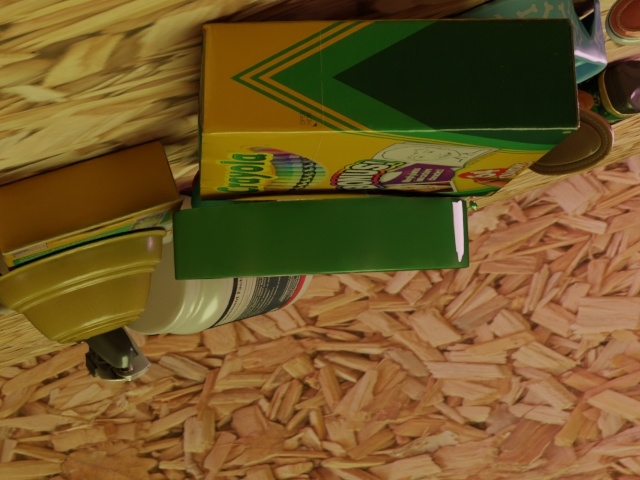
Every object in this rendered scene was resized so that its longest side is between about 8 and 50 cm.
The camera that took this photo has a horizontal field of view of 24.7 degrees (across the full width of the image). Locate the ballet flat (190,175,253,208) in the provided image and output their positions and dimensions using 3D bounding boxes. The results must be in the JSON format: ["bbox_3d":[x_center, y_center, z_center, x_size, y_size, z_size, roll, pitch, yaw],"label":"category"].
[{"bbox_3d":[-0.067,-0.104,1.701,0.247,0.083,0.087,-22,144,24],"label":"ballet flat"}]

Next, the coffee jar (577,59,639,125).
[{"bbox_3d":[0.419,-0.208,2.193,0.096,0.079,0.184,-11,172,-38],"label":"coffee jar"}]

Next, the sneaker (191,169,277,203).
[{"bbox_3d":[-0.047,-0.086,1.836,0.221,0.087,0.128,-18,173,5],"label":"sneaker"}]

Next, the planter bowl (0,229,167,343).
[{"bbox_3d":[-0.269,0.064,1.691,0.217,0.090,0.217,-18,174,-2],"label":"planter bowl"}]

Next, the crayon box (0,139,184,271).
[{"bbox_3d":[-0.269,-0.029,1.674,0.203,0.083,0.323,-17,175,-11],"label":"crayon box"}]

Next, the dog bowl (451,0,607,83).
[{"bbox_3d":[0.221,-0.204,1.592,0.166,0.074,0.297,-20,174,23],"label":"dog bowl"}]

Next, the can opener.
[{"bbox_3d":[-0.323,0.089,2.025,0.076,0.283,0.095,-15,135,-30],"label":"can opener"}]

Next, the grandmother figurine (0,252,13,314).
[{"bbox_3d":[-0.480,0.060,1.848,0.207,0.104,0.342,9,-171,23],"label":"grandmother figurine"}]

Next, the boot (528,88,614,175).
[{"bbox_3d":[0.331,-0.161,2.061,0.283,0.109,0.220,-6,-169,44],"label":"boot"}]

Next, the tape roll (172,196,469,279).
[{"bbox_3d":[0.000,0.000,1.591,0.321,0.077,0.321,-2,179,0],"label":"tape roll"}]

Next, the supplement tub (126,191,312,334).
[{"bbox_3d":[-0.153,0.024,2.023,0.191,0.191,0.272,-23,173,39],"label":"supplement tub"}]

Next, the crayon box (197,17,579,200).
[{"bbox_3d":[0.042,-0.111,1.372,0.313,0.106,0.363,-2,173,-5],"label":"crayon box"}]

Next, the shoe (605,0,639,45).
[{"bbox_3d":[0.396,-0.271,1.585,0.178,0.063,0.081,-23,174,-3],"label":"shoe"}]

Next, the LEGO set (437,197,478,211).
[{"bbox_3d":[0.150,-0.079,1.785,0.107,0.132,0.287,-38,140,11],"label":"LEGO set"}]

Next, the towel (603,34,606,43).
[{"bbox_3d":[0.259,-0.216,1.874,0.144,0.029,0.197,-16,172,-23],"label":"towel"}]
